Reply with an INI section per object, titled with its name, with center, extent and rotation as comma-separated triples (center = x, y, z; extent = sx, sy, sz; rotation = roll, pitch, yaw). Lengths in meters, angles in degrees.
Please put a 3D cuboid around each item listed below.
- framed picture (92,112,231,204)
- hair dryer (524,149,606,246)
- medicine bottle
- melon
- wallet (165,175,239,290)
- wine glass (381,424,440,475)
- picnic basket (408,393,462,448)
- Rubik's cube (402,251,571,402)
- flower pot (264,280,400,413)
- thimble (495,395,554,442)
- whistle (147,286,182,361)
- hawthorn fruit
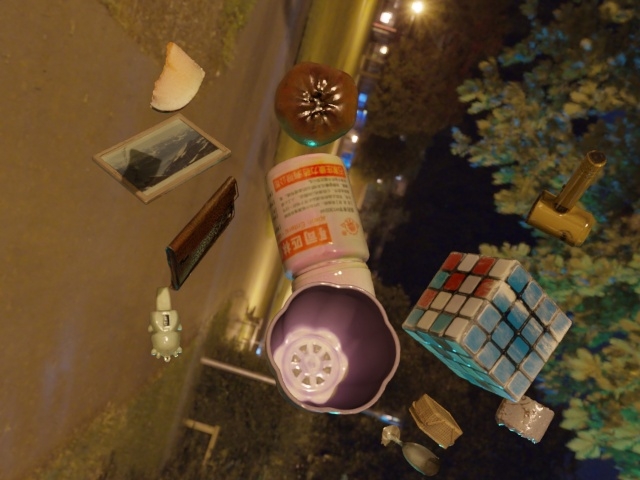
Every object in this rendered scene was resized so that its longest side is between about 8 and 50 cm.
[framed picture]
center = -0.472, -0.254, 2.034
extent = 0.335, 0.247, 0.022
rotation = -37, 153, -35
[hair dryer]
center = 0.556, -0.094, 1.471
extent = 0.090, 0.134, 0.279
rotation = -54, 167, -26
[medicine bottle]
center = 0.000, 0.000, 1.668
extent = 0.219, 0.219, 0.389
rotation = 107, -29, -73
[melon]
center = -0.312, -0.325, 1.442
extent = 0.098, 0.054, 0.182
rotation = 48, 43, -48
[wallet]
center = -0.243, -0.016, 1.415
extent = 0.133, 0.039, 0.243
rotation = 100, 15, -46
[wine glass]
center = 0.230, 0.539, 1.731
extent = 0.198, 0.066, 0.066
rotation = 19, -88, 63
[picnic basket]
center = 0.376, 0.590, 2.212
extent = 0.079, 0.164, 0.115
rotation = -44, -152, 7
[Rubik's cube]
center = 0.409, 0.205, 1.688
extent = 0.256, 0.259, 0.253
rotation = -52, -159, -12
[flower pot]
center = 0.008, 0.243, 1.400
extent = 0.243, 0.265, 0.265
rotation = 115, -7, -67
[thimble]
center = 0.622, 0.538, 2.073
extent = 0.118, 0.151, 0.127
rotation = -61, 155, -3
[whistle]
center = -0.505, 0.272, 2.194
extent = 0.092, 0.110, 0.245
rotation = 136, -52, -66
[hawthorn fruit]
center = -0.020, -0.432, 2.158
extent = 0.301, 0.267, 0.268
rotation = -153, -100, -82
